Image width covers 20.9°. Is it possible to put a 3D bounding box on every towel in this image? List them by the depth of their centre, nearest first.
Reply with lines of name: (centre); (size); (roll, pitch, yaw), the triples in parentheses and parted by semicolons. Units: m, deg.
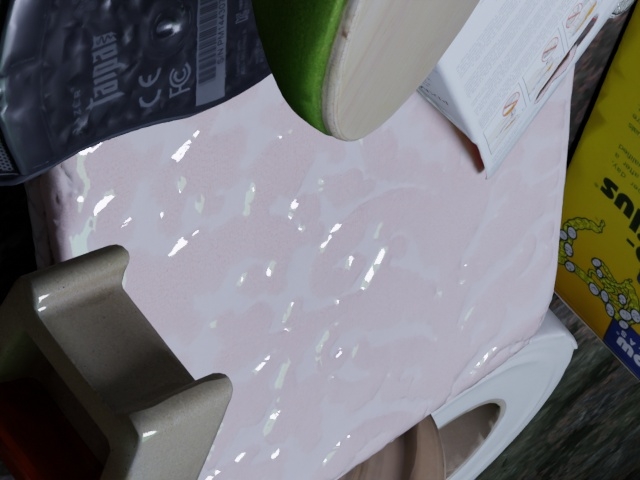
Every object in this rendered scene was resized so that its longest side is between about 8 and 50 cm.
towel: (0.000, 0.000, 0.854); (0.332, 0.053, 0.317); (-29, 136, -32)

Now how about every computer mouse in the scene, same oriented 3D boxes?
computer mouse: (-0.105, -0.103, 0.601); (0.262, 0.060, 0.184); (-33, 139, -32)

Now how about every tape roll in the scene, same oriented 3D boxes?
tape roll: (0.048, 0.130, 1.259); (0.286, 0.100, 0.286); (-35, 158, -17)

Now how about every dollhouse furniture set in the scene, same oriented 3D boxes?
dollhouse furniture set: (-0.163, 0.108, 0.619); (0.259, 0.262, 0.135); (-23, 155, -42)

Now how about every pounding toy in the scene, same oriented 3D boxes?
pounding toy: (0.019, -0.154, 0.582); (0.237, 0.110, 0.183); (-52, 167, -37)

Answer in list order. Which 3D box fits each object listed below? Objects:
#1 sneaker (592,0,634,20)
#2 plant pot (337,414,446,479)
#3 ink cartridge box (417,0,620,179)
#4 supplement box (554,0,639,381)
sneaker: (0.185, -0.191, 0.871); (0.088, 0.093, 0.225); (-27, 156, -36)
plant pot: (-0.053, 0.148, 1.023); (0.237, 0.237, 0.110); (-43, 123, 4)
ink cartridge box: (0.094, -0.121, 0.809); (0.145, 0.045, 0.179); (-53, 162, -6)
supplement box: (0.314, -0.056, 1.224); (0.194, 0.195, 0.356); (-31, 156, -26)
